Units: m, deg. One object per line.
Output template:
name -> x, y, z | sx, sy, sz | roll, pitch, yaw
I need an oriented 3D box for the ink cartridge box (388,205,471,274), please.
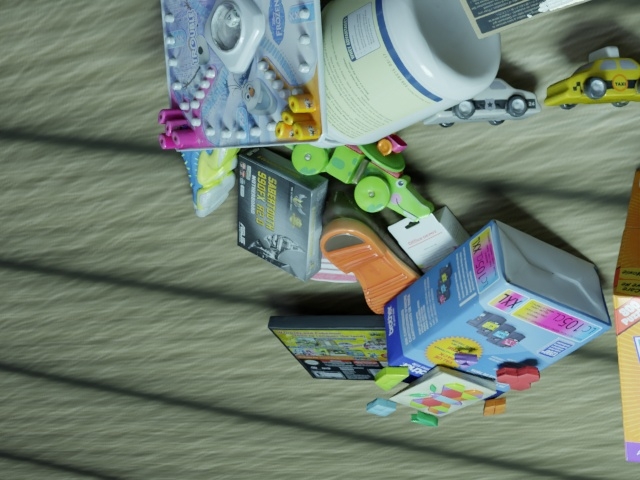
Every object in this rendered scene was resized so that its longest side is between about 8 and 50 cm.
ink cartridge box -> 0.226, 0.006, 1.941 | 0.104, 0.061, 0.181 | -27, 112, 36

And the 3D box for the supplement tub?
supplement tub -> 0.094, -0.288, 1.598 | 0.325, 0.235, 0.235 | -20, 116, 46

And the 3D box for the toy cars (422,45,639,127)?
toy cars -> 0.358, -0.250, 1.642 | 0.394, 0.176, 0.087 | -6, 88, 27

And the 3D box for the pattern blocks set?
pattern blocks set -> 0.240, 0.295, 1.951 | 0.285, 0.026, 0.325 | 13, 148, -14

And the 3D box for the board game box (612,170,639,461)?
board game box -> 0.685, 0.125, 1.640 | 0.356, 0.356, 0.356 | 1, 126, 23

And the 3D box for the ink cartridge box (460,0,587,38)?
ink cartridge box -> 0.321, -0.405, 1.465 | 0.193, 0.234, 0.088 | -14, 120, 32

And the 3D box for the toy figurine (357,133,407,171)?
toy figurine -> 0.133, -0.237, 1.783 | 0.173, 0.130, 0.159 | 50, 118, 14

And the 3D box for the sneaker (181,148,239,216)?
sneaker -> -0.231, -0.159, 2.010 | 0.126, 0.091, 0.240 | 40, 134, 15

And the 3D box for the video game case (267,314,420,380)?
video game case -> 0.061, 0.230, 2.147 | 0.275, 0.035, 0.248 | -2, 147, 26

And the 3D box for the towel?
towel -> 0.000, 0.000, 2.060 | 0.144, 0.029, 0.197 | 4, 125, 21

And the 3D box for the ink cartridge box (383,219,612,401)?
ink cartridge box -> 0.305, 0.159, 1.914 | 0.270, 0.151, 0.395 | 22, 138, -27

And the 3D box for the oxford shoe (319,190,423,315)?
oxford shoe -> 0.127, 0.038, 1.982 | 0.130, 0.132, 0.363 | -21, 134, 22

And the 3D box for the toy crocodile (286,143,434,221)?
toy crocodile -> 0.060, -0.139, 1.851 | 0.341, 0.115, 0.105 | 31, 105, 11

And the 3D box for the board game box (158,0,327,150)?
board game box -> -0.152, -0.345, 1.637 | 0.390, 0.050, 0.389 | 2, 99, 46

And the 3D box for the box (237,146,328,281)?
box -> -0.079, -0.052, 1.996 | 0.183, 0.056, 0.231 | 28, 135, 26
